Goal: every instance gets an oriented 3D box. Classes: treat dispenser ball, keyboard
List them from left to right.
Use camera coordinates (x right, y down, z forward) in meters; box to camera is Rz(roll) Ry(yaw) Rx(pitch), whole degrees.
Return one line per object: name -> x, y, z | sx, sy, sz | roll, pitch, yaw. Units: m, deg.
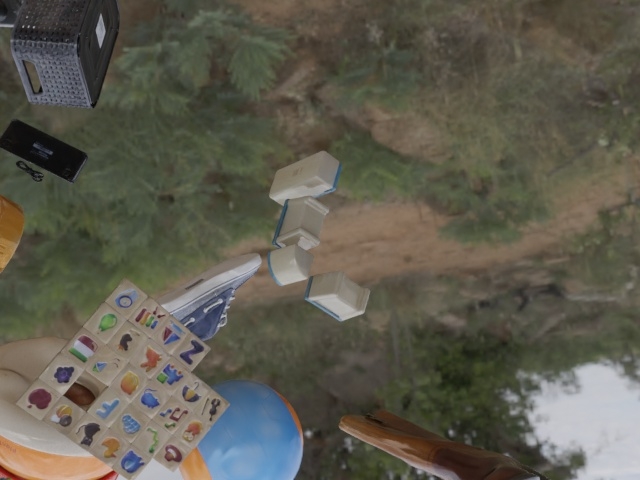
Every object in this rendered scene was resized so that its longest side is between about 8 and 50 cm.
keyboard -> -0.599, -0.177, 1.910 | 0.180, 0.108, 0.023 | 26, 153, -4
treat dispenser ball -> -0.182, 0.456, 2.011 | 0.288, 0.288, 0.288 | -7, 170, -1

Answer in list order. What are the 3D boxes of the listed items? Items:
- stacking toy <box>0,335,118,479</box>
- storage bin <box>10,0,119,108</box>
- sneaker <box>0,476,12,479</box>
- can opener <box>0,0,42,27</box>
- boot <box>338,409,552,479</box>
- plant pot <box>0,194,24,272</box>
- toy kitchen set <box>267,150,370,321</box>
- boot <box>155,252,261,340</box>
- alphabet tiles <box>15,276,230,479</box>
stacking toy -> -0.531, 0.458, 1.725 | 0.350, 0.480, 0.351 | 17, -161, -6
storage bin -> -0.324, -0.271, 1.160 | 0.084, 0.180, 0.122 | 5, 145, 2
sneaker -> -0.430, 0.356, 1.109 | 0.208, 0.127, 0.319 | -36, -158, -11
can opener -> -0.449, -0.311, 1.137 | 0.095, 0.076, 0.283 | 3, -168, 15
boot -> 0.154, 0.285, 1.191 | 0.280, 0.096, 0.264 | 22, -174, 25
plant pot -> -0.704, -0.027, 1.705 | 0.205, 0.205, 0.188 | -15, 142, 37
toy kitchen set -> 0.000, 0.000, 1.406 | 0.166, 0.207, 0.122 | 33, 149, -30
boot -> -0.165, 0.095, 1.411 | 0.190, 0.086, 0.069 | -28, -162, -20
alphabet tiles -> -0.230, 0.191, 1.145 | 0.237, 0.198, 0.009 | 46, 168, -31
